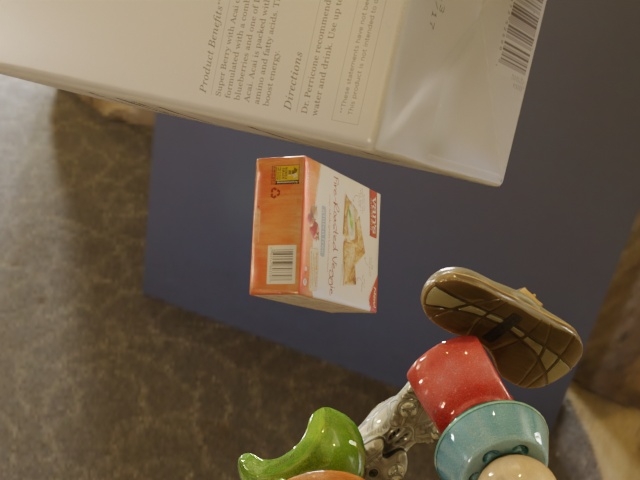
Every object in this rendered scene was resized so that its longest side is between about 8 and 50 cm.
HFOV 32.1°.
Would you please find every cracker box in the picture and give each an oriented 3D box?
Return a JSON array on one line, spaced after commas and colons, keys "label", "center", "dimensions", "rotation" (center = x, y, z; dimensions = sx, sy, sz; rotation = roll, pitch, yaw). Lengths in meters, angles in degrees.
[{"label": "cracker box", "center": [0.000, 0.000, 1.319], "dimensions": [0.067, 0.155, 0.232], "rotation": [-2, -9, 24]}]

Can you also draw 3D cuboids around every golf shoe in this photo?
[{"label": "golf shoe", "center": [0.078, 0.157, 1.027], "dimensions": [0.069, 0.176, 0.086], "rotation": [44, 8, -20]}]

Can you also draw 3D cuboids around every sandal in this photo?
[{"label": "sandal", "center": [0.148, 0.062, 0.899], "dimensions": [0.180, 0.072, 0.049], "rotation": [33, 32, -32]}]

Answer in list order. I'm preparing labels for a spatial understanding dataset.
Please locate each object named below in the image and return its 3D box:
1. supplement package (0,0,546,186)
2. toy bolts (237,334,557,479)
[{"label": "supplement package", "center": [-0.036, -0.152, 0.653], "dimensions": [0.293, 0.177, 0.175], "rotation": [16, 5, 30]}, {"label": "toy bolts", "center": [0.083, 0.210, 0.834], "dimensions": [0.229, 0.218, 0.158], "rotation": [-35, 31, 8]}]
